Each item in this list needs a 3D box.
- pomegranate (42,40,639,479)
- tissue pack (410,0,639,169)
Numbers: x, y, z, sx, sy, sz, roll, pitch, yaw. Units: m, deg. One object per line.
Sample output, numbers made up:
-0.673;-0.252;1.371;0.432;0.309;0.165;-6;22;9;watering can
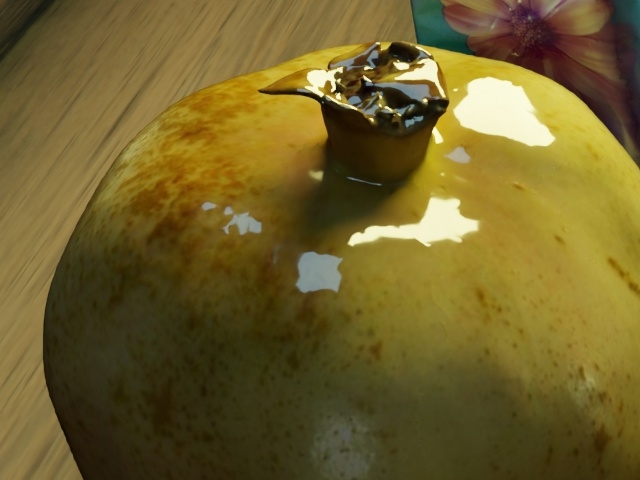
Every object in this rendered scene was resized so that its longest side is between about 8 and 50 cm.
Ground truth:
0.024;0.046;0.797;0.319;0.319;0.319;-12;31;7;pomegranate
0.158;-0.069;0.977;0.146;0.263;0.198;4;36;31;tissue pack
